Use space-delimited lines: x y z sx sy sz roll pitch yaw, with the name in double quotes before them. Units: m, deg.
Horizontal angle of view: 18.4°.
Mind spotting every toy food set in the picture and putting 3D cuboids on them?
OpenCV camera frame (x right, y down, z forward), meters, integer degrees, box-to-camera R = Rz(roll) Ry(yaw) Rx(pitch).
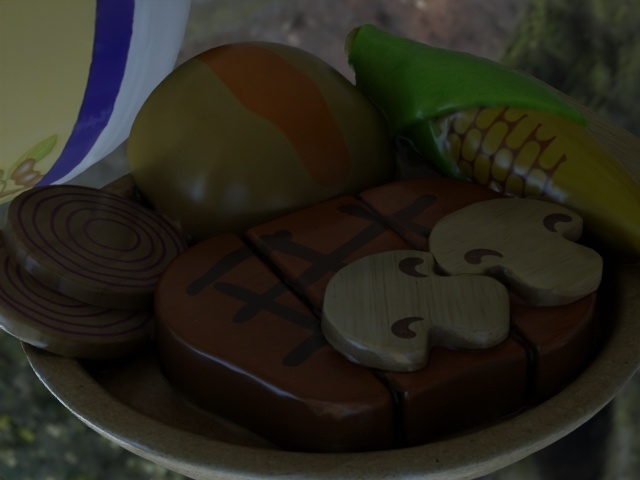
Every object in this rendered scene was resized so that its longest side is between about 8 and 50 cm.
"toy food set" 0.000 0.000 0.379 0.132 0.192 0.038 35 137 44

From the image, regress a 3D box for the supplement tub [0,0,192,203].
"supplement tub" -0.226 -0.084 0.549 0.241 0.331 0.241 30 132 40
